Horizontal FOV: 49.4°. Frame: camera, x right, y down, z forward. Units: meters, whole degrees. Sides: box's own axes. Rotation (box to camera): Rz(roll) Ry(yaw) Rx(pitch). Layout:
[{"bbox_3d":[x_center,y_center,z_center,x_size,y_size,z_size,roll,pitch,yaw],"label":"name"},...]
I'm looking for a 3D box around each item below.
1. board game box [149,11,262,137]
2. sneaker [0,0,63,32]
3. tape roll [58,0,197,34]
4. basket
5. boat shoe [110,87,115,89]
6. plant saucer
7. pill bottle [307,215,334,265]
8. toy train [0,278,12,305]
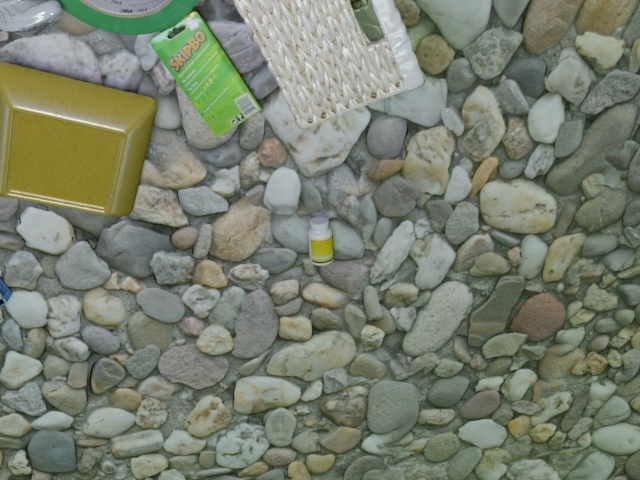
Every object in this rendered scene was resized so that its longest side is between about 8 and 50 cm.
[{"bbox_3d":[-0.250,-0.363,1.529,0.124,0.039,0.259,-31,123,6],"label":"board game box"},{"bbox_3d":[-0.608,-0.460,1.343,0.232,0.090,0.115,1,112,16],"label":"sneaker"},{"bbox_3d":[-0.377,-0.544,1.310,0.321,0.077,0.321,-1,141,-1],"label":"tape roll"},{"bbox_3d":[0.005,-0.437,1.366,0.266,0.331,0.328,-25,120,6],"label":"basket"},{"bbox_3d":[-0.505,-0.279,1.518,0.152,0.049,0.056,-29,123,9],"label":"boat shoe"},{"bbox_3d":[-0.549,-0.186,1.504,0.333,0.081,0.333,10,129,-19],"label":"plant saucer"},{"bbox_3d":[0.000,0.000,1.765,0.065,0.065,0.116,-8,121,-6],"label":"pill bottle"},{"bbox_3d":[-0.838,0.161,1.674,0.184,0.105,0.080,-29,111,6],"label":"toy train"}]
